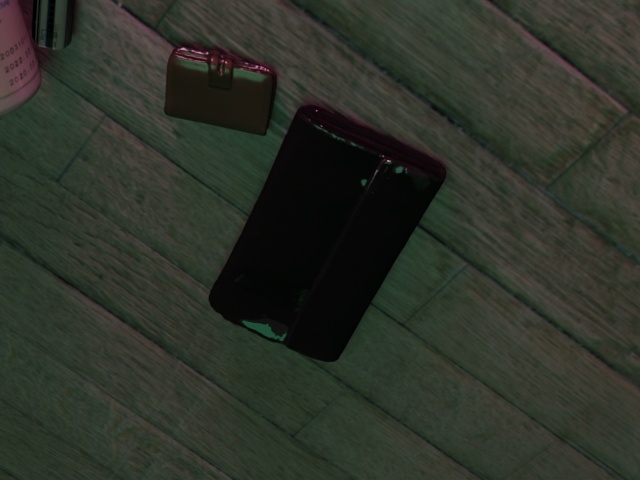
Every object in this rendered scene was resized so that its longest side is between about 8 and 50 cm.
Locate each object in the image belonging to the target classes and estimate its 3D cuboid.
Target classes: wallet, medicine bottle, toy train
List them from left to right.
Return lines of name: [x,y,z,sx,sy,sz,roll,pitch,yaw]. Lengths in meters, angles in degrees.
medicine bottle: [-0.494,-0.317,1.893,0.170,0.170,0.293,1,126,17]
toy train: [-0.351,-0.374,1.875,0.048,0.055,0.251,17,130,5]
wallet: [-0.140,-0.209,1.945,0.153,0.038,0.118,15,131,2]
wallet: [0.000,0.000,2.044,0.228,0.062,0.406,26,130,-2]
